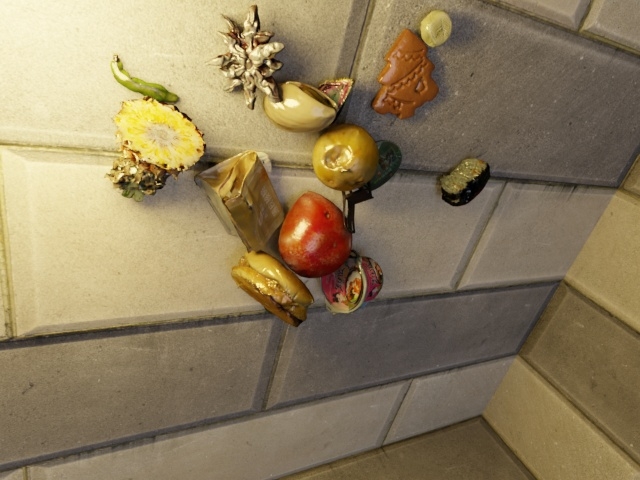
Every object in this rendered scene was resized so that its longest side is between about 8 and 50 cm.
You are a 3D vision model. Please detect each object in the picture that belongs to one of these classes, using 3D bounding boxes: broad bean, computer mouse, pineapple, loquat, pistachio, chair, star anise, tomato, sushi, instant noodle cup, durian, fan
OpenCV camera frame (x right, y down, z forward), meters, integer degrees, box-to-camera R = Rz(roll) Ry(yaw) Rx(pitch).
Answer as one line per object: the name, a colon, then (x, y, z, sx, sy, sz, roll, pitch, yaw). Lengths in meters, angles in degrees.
broad bean: (-0.481, -0.420, 1.195, 0.195, 0.046, 0.061, 30, 106, -39)
computer mouse: (-0.257, -0.232, 1.456, 0.199, 0.044, 0.102, -18, 134, -15)
pineapple: (-0.492, -0.222, 1.235, 0.263, 0.262, 0.272, 15, 141, -37)
loquat: (0.087, -0.284, 1.514, 0.244, 0.244, 0.243, -15, 128, -21)
pistachio: (-0.065, -0.406, 1.349, 0.238, 0.137, 0.153, 6, 133, 13)
chair: (0.137, -0.137, 1.627, 0.102, 0.212, 0.084, -19, 156, 31)
star anise: (-0.200, -0.499, 1.233, 0.213, 0.129, 0.282, 13, 131, 1)
tomato: (0.010, -0.003, 1.632, 0.339, 0.144, 0.337, -12, 107, -43)
sushi: (0.626, -0.252, 1.902, 0.225, 0.136, 0.126, -34, 141, -12)
instant noodle cup: (0.146, 0.165, 1.858, 0.182, 0.258, 0.302, -6, 138, -45)
durian: (0.028, -0.466, 1.446, 0.108, 0.119, 0.186, 29, 93, -2)
fan: (0.224, -0.324, 1.696, 0.224, 0.012, 0.294, -18, 130, -19)

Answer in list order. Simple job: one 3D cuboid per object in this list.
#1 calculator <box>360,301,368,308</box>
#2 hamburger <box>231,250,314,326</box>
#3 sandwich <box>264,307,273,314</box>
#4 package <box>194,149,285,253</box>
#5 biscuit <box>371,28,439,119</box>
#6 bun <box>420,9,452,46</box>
calculator: (0.205, 0.242, 2.063, 0.121, 0.039, 0.210, 26, 105, -42)
hamburger: (-0.168, 0.174, 1.632, 0.174, 0.284, 0.304, -52, 133, -6)
sandwich: (-0.202, 0.274, 1.856, 0.070, 0.026, 0.101, -22, 129, -14)
package: (-0.238, -0.103, 1.440, 0.222, 0.165, 0.311, -25, 143, -6)
biscuit: (0.302, -0.575, 1.545, 0.284, 0.043, 0.306, -22, 130, -16)
bun: (0.383, -0.712, 1.480, 0.115, 0.069, 0.115, -16, 130, -20)
